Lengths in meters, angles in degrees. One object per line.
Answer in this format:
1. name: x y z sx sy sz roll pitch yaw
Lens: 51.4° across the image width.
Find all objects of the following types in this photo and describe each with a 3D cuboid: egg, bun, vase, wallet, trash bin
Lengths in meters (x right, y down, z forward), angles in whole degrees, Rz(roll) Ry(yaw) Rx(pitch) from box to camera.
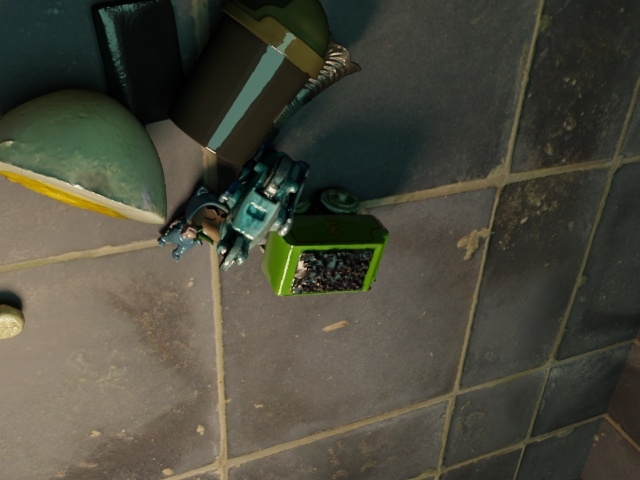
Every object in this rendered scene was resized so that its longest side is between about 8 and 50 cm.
1. egg: -0.410 -0.162 1.163 0.337 0.337 0.200 19 84 -35
2. bun: -0.663 0.165 1.390 0.086 0.054 0.086 -15 141 -13
3. vase: -0.042 -0.311 1.362 0.237 0.115 0.115 -41 130 8
4. wallet: -0.330 -0.325 1.240 0.149 0.044 0.250 -19 128 -21
5. trash bin: -0.123 -0.324 1.233 0.214 0.214 0.333 28 106 -37

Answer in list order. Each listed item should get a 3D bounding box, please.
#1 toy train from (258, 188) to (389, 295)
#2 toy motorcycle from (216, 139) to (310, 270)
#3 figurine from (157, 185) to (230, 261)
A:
1. toy train: 0.000 0.000 1.492 0.307 0.249 0.173 -1 124 -27
2. toy motorcycle: -0.130 -0.066 1.335 0.154 0.206 0.260 30 98 -12
3. figurine: -0.263 -0.020 1.418 0.178 0.144 0.114 -39 121 16
